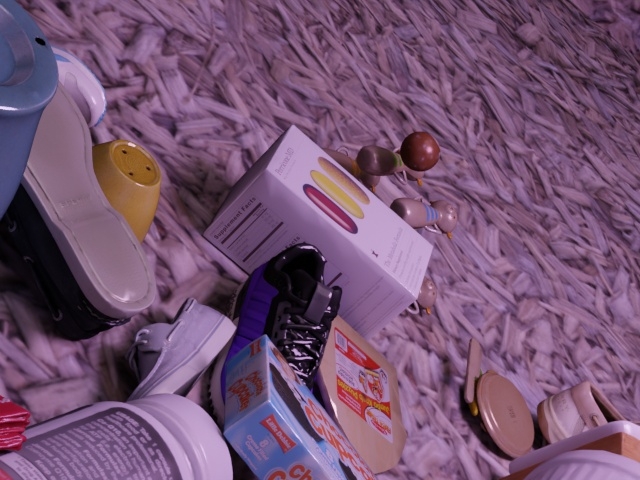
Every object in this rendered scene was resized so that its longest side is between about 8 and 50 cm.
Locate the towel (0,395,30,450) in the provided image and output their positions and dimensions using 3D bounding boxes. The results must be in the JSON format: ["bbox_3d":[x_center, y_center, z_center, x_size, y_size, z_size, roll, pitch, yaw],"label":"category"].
[{"bbox_3d":[-0.383,0.112,1.065,0.275,0.031,0.199,21,14,36],"label":"towel"}]

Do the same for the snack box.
[{"bbox_3d":[0.020,0.257,1.351,0.322,0.060,0.187,53,6,-14],"label":"snack box"}]

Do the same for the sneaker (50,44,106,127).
[{"bbox_3d":[-0.353,-0.190,1.557,0.229,0.087,0.092,31,39,-11],"label":"sneaker"}]

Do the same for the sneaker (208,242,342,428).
[{"bbox_3d":[-0.039,0.107,1.519,0.102,0.146,0.293,31,33,-24],"label":"sneaker"}]

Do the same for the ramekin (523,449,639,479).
[{"bbox_3d":[0.302,0.382,1.518,0.273,0.273,0.127,51,43,9],"label":"ramekin"}]

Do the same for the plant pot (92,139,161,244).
[{"bbox_3d":[-0.232,-0.057,1.525,0.134,0.095,0.134,31,34,-24],"label":"plant pot"}]

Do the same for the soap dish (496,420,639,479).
[{"bbox_3d":[0.389,0.348,1.705,0.291,0.229,0.118,29,51,-26],"label":"soap dish"}]

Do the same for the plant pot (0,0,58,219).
[{"bbox_3d":[-0.382,-0.109,1.244,0.272,0.255,0.271,31,34,-24],"label":"plant pot"}]

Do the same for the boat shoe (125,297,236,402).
[{"bbox_3d":[-0.163,0.125,1.427,0.081,0.079,0.227,37,25,2],"label":"boat shoe"}]

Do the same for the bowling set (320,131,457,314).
[{"bbox_3d":[0.125,-0.055,1.880,0.154,0.200,0.287,5,53,-50],"label":"bowling set"}]

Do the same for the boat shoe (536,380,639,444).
[{"bbox_3d":[0.429,0.304,1.901,0.302,0.098,0.109,42,28,-22],"label":"boat shoe"}]

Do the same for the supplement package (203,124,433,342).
[{"bbox_3d":[0.000,0.000,1.708,0.244,0.134,0.139,40,30,-10],"label":"supplement package"}]

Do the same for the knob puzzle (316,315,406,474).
[{"bbox_3d":[0.041,0.194,1.614,0.213,0.030,0.213,46,30,-37],"label":"knob puzzle"}]

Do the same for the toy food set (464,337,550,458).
[{"bbox_3d":[0.242,0.235,1.836,0.192,0.038,0.132,46,34,-22],"label":"toy food set"}]

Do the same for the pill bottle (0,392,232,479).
[{"bbox_3d":[-0.208,0.228,1.151,0.161,0.161,0.283,54,31,14],"label":"pill bottle"}]

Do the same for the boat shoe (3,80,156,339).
[{"bbox_3d":[-0.291,-0.048,1.427,0.127,0.113,0.340,-16,71,-53],"label":"boat shoe"}]
